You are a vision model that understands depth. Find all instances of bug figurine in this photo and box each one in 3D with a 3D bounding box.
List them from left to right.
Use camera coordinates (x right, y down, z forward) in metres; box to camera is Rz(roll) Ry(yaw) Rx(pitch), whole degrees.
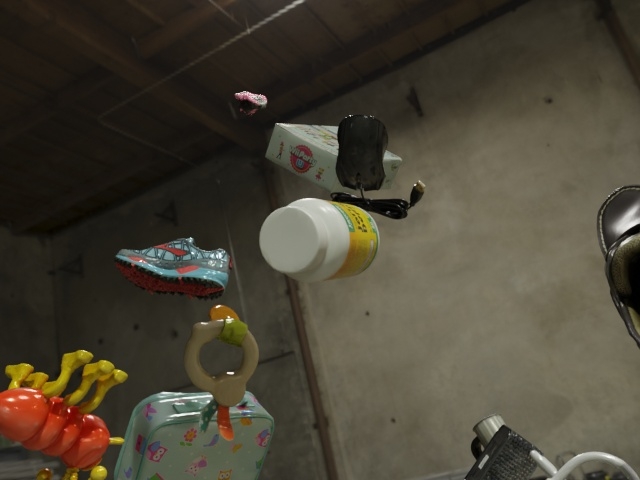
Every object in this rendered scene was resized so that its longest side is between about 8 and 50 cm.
[{"bbox_3d":[-0.282,0.117,0.430,0.279,0.072,0.216,-17,-45,32],"label":"bug figurine"}]

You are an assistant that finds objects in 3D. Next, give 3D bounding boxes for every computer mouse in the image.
[{"bbox_3d":[0.112,-0.120,1.176,0.184,0.060,0.262,11,-36,4],"label":"computer mouse"}]

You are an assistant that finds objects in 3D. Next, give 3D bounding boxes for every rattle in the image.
[{"bbox_3d":[-0.181,0.227,1.076,0.130,0.199,0.143,-10,10,-31],"label":"rattle"}]

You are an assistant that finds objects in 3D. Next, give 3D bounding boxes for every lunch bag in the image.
[{"bbox_3d":[-0.230,0.390,1.161,0.279,0.223,0.108,8,13,-39],"label":"lunch bag"}]

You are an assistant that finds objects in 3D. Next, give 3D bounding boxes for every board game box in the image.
[{"bbox_3d":[0.041,-0.217,1.608,0.303,0.224,0.097,-10,-54,-55],"label":"board game box"}]

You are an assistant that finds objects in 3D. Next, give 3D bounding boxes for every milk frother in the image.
[{"bbox_3d":[0.421,0.520,1.534,0.129,0.134,0.143,-43,-41,16],"label":"milk frother"}]

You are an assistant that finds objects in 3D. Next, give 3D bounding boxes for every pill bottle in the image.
[{"bbox_3d":[0.000,0.000,0.877,0.118,0.117,0.208,-22,-9,22],"label":"pill bottle"}]

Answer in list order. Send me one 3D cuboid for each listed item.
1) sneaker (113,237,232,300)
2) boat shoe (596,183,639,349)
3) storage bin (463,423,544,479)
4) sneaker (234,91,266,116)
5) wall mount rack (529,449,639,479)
[{"bbox_3d":[-0.315,0.052,1.340,0.262,0.125,0.104,11,-39,10],"label":"sneaker"},{"bbox_3d":[0.275,0.024,0.484,0.092,0.285,0.103,29,-58,-13],"label":"boat shoe"},{"bbox_3d":[0.393,0.505,1.348,0.180,0.084,0.122,-53,-10,-4],"label":"storage bin"},{"bbox_3d":[-0.174,-0.341,1.562,0.047,0.057,0.119,-18,30,-32],"label":"sneaker"},{"bbox_3d":[0.346,0.478,0.852,0.350,0.304,0.130,-46,-30,-1],"label":"wall mount rack"}]
